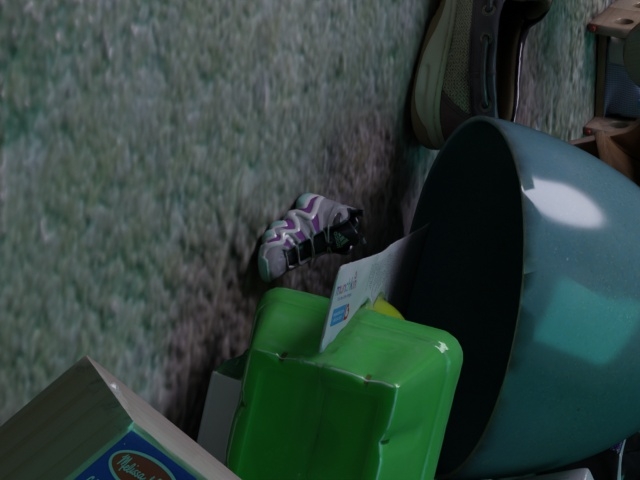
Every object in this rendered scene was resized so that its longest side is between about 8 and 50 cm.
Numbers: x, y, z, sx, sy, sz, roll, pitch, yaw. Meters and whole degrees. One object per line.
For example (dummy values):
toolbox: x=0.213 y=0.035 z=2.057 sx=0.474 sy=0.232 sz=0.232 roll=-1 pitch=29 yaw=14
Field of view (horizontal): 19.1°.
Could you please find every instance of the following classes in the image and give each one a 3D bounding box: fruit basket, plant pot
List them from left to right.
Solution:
fruit basket: x=0.008 y=0.154 z=1.435 sx=0.353 sy=0.165 sz=0.327 roll=-48 pitch=150 yaw=-79
plant pot: x=0.197 y=0.058 z=1.531 sx=0.290 sy=0.195 sz=0.290 roll=-172 pitch=-90 yaw=-75

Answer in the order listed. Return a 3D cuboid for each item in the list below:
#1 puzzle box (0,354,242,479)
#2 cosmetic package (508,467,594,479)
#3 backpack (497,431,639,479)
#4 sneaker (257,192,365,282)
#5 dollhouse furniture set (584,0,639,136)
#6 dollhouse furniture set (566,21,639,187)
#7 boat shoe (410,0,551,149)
puzzle box: x=-0.134 y=0.238 z=1.082 sx=0.272 sy=0.052 sz=0.409 roll=-41 pitch=148 yaw=0
cosmetic package: x=0.163 y=0.337 z=1.443 sx=0.224 sy=0.138 sz=0.225 roll=62 pitch=29 yaw=-25
backpack: x=0.295 y=0.203 z=1.957 sx=0.253 sy=0.191 sz=0.225 roll=-51 pitch=146 yaw=-34
sneaker: x=0.000 y=0.000 z=1.410 sx=0.098 sy=0.069 sz=0.038 roll=-54 pitch=144 yaw=-42
dollhouse furniture set: x=0.387 y=-0.176 z=2.008 sx=0.129 sy=0.183 sz=0.129 roll=-39 pitch=134 yaw=-53
dollhouse furniture set: x=0.271 y=-0.205 z=1.689 sx=0.362 sy=0.256 sz=0.394 roll=-87 pitch=162 yaw=-63
boat shoe: x=0.154 y=-0.211 z=1.618 sx=0.103 sy=0.092 sz=0.285 roll=32 pitch=71 yaw=-63
